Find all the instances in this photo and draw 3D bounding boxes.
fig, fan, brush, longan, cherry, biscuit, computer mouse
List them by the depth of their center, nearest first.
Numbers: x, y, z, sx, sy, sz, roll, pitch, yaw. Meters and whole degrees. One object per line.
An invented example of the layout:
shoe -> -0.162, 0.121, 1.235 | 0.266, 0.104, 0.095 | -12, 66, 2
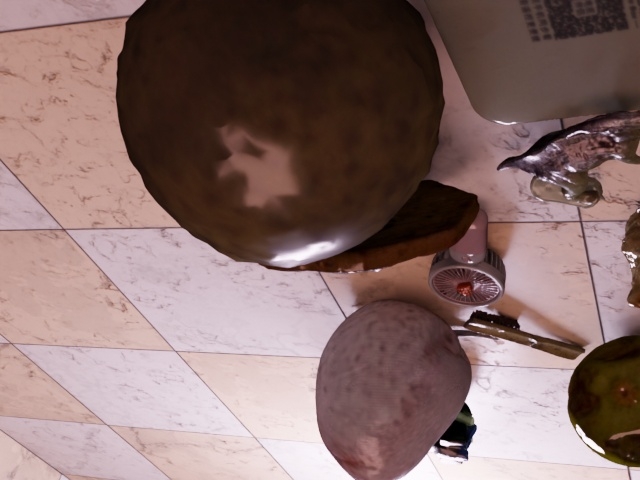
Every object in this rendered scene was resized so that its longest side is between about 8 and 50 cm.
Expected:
longan -> -0.048, -0.164, 1.100 | 0.391, 0.391, 0.391 | 11, 148, 7
biscuit -> 0.052, -0.023, 1.331 | 0.359, 0.359, 0.046 | 0, 109, 23
computer mouse -> 0.363, -0.079, 1.355 | 0.110, 0.032, 0.056 | 14, 131, 5
fan -> 0.244, 0.028, 1.534 | 0.130, 0.074, 0.244 | 7, 146, 14
fig -> 0.577, 0.293, 1.669 | 0.239, 0.239, 0.271 | -6, 167, 29
brush -> 0.388, 0.177, 1.746 | 0.248, 0.036, 0.043 | 17, 153, -15
cherry -> 0.132, 0.276, 1.754 | 0.291, 0.335, 0.326 | 24, 126, 15

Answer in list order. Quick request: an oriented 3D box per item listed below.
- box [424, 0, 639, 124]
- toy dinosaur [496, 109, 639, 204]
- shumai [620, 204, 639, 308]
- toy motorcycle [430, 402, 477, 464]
box -> 0.304, -0.287, 1.013 | 0.373, 0.090, 0.367 | -5, 144, 27
toy dinosaur -> 0.352, -0.118, 1.215 | 0.162, 0.077, 0.294 | 6, 159, -19
shumai -> 0.559, 0.076, 1.307 | 0.267, 0.262, 0.314 | 14, 150, 3
toy motorcycle -> 0.175, 0.410, 2.037 | 0.331, 0.196, 0.125 | 9, 147, 13
